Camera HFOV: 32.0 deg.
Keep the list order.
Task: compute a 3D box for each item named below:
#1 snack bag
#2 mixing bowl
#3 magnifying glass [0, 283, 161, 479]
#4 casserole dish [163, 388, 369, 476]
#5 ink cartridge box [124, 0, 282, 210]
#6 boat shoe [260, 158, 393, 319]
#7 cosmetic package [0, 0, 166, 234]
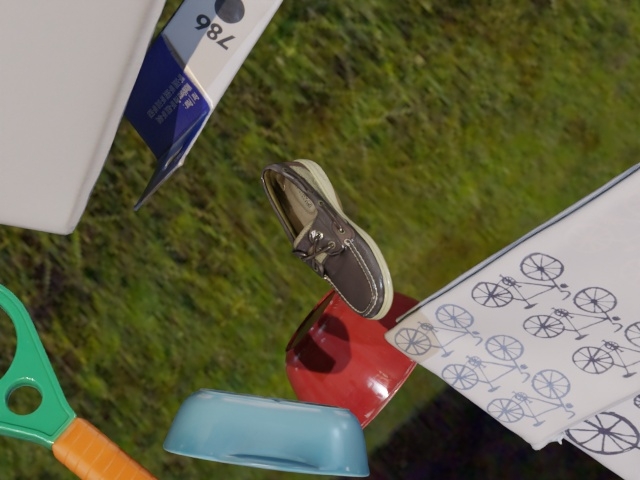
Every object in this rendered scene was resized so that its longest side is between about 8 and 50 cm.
[{"bbox_3d":[0.268,0.102,0.862,0.323,0.342,0.037,-39,-159,48],"label":"snack bag"},{"bbox_3d":[0.028,0.111,1.147,0.181,0.098,0.181,-51,-176,5],"label":"mixing bowl"},{"bbox_3d":[-0.175,0.104,0.686,0.092,0.231,0.026,-49,169,-25],"label":"magnifying glass"},{"bbox_3d":[-0.031,0.109,0.646,0.188,0.114,0.037,125,-27,-80],"label":"casserole dish"},{"bbox_3d":[-0.063,-0.186,0.840,0.333,0.065,0.165,-62,-166,-20],"label":"ink cartridge box"},{"bbox_3d":[0.000,0.000,0.846,0.049,0.152,0.056,-4,137,-41],"label":"boat shoe"},{"bbox_3d":[-0.293,-0.252,0.621,0.393,0.329,0.327,11,123,-26],"label":"cosmetic package"}]
